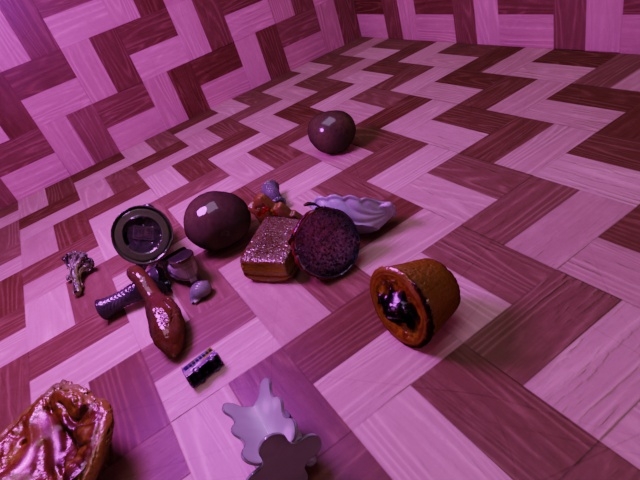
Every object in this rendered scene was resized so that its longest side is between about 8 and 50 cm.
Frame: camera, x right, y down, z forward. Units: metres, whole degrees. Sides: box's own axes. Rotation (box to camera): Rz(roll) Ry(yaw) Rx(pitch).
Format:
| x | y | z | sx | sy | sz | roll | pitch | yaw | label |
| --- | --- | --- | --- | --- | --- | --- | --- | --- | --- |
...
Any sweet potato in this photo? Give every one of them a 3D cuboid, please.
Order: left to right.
| x | y | z | sx | sy | sz | roll | pitch | yaw | label |
| --- | --- | --- | --- | --- | --- | --- | --- | --- | --- |
| -0.498 | 0.209 | 1.465 | 0.109 | 0.109 | 0.385 | -29 | 50 | -14 | sweet potato |

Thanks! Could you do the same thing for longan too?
| x | y | z | sx | sy | sz | roll | pitch | yaw | label |
| --- | --- | --- | --- | --- | --- | --- | --- | --- | --- |
| -0.374 | -0.071 | 1.734 | 0.248 | 0.248 | 0.248 | -13 | 34 | 9 | longan |
| 0.047 | -0.483 | 2.120 | 0.220 | 0.197 | 0.196 | 4 | 40 | 18 | longan |

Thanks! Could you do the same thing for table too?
| x | y | z | sx | sy | sz | roll | pitch | yaw | label |
| --- | --- | --- | --- | --- | --- | --- | --- | --- | --- |
| -0.110 | 0.402 | 0.996 | 0.166 | 0.167 | 0.198 | -30 | 28 | -15 | table |

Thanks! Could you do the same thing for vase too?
| x | y | z | sx | sy | sz | roll | pitch | yaw | label |
| --- | --- | --- | --- | --- | --- | --- | --- | --- | --- |
| -0.637 | 0.181 | 1.613 | 0.237 | 0.115 | 0.115 | -28 | 35 | -7 | vase |
| -0.184 | -0.176 | 1.907 | 0.081 | 0.081 | 0.149 | -24 | 37 | -6 | vase |

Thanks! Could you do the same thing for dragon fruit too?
| x | y | z | sx | sy | sz | roll | pitch | yaw | label |
| --- | --- | --- | --- | --- | --- | --- | --- | --- | --- |
| 0.001 | 0.004 | 1.481 | 0.218 | 0.223 | 0.148 | -64 | 13 | -4 | dragon fruit |

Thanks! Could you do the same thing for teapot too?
| x | y | z | sx | sy | sz | roll | pitch | yaw | label |
| --- | --- | --- | --- | --- | --- | --- | --- | --- | --- |
| -0.657 | -0.003 | 1.762 | 0.200 | 0.271 | 0.337 | 4 | 3 | -19 | teapot |

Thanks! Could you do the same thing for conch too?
| x | y | z | sx | sy | sz | roll | pitch | yaw | label |
| --- | --- | --- | --- | --- | --- | --- | --- | --- | --- |
| -0.400 | 0.164 | 1.558 | 0.085 | 0.057 | 0.076 | -41 | 27 | -30 | conch |

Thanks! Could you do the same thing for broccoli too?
| x | y | z | sx | sy | sz | roll | pitch | yaw | label |
| --- | --- | --- | --- | --- | --- | --- | --- | --- | --- |
| -0.942 | 0.134 | 1.844 | 0.122 | 0.118 | 0.204 | -15 | 49 | -12 | broccoli |

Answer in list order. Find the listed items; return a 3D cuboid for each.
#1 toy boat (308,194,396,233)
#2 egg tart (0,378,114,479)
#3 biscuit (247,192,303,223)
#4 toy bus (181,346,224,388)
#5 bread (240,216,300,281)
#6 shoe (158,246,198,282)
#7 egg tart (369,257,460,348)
| x | y | z | sx | sy | sz | roll | pitch | yaw | label |
| --- | --- | --- | --- | --- | --- | --- | --- | --- | --- |
| 0.100 | -0.081 | 1.566 | 0.290 | 0.199 | 0.100 | -1 | 75 | 18 | toy boat |
| -0.622 | 0.507 | 1.098 | 0.351 | 0.153 | 0.339 | 1 | 40 | 28 | egg tart |
| -0.145 | -0.082 | 1.678 | 0.238 | 0.212 | 0.041 | 18 | 64 | 9 | biscuit |
| -0.318 | 0.338 | 1.272 | 0.102 | 0.052 | 0.058 | -36 | 35 | -25 | toy bus |
| -0.142 | 0.029 | 1.572 | 0.184 | 0.111 | 0.234 | 2 | 41 | 24 | bread |
| -0.498 | 0.090 | 1.678 | 0.103 | 0.098 | 0.275 | -28 | 16 | -23 | shoe |
| 0.230 | 0.138 | 1.153 | 0.170 | 0.215 | 0.215 | -26 | 33 | -29 | egg tart |
